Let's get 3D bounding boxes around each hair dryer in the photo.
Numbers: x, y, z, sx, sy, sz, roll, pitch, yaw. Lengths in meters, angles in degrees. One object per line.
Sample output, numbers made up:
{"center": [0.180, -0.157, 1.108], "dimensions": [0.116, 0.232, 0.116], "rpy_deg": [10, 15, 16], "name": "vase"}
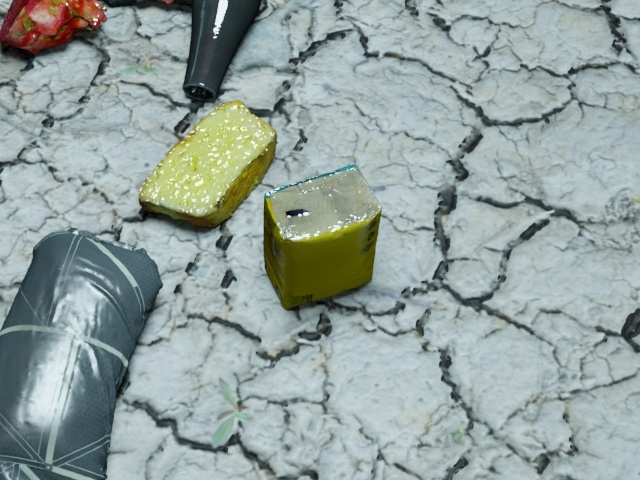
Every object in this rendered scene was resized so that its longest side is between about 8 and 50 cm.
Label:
{"center": [-0.217, -0.298, 1.642], "dimensions": [0.272, 0.091, 0.235], "rpy_deg": [7, 69, 18], "name": "hair dryer"}

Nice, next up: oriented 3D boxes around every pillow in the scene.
{"center": [-0.281, 0.139, 1.348], "dimensions": [0.162, 0.092, 0.335], "rpy_deg": [13, 60, 3], "name": "pillow"}

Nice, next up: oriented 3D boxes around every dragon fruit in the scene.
{"center": [-0.343, -0.296, 1.613], "dimensions": [0.111, 0.153, 0.153], "rpy_deg": [30, 57, -22], "name": "dragon fruit"}

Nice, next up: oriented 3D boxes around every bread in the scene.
{"center": [-0.134, -0.085, 1.503], "dimensions": [0.103, 0.065, 0.187], "rpy_deg": [30, 62, 15], "name": "bread"}

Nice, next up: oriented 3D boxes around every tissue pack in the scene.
{"center": [0.000, 0.000, 1.392], "dimensions": [0.120, 0.169, 0.082], "rpy_deg": [-18, 64, -12], "name": "tissue pack"}
